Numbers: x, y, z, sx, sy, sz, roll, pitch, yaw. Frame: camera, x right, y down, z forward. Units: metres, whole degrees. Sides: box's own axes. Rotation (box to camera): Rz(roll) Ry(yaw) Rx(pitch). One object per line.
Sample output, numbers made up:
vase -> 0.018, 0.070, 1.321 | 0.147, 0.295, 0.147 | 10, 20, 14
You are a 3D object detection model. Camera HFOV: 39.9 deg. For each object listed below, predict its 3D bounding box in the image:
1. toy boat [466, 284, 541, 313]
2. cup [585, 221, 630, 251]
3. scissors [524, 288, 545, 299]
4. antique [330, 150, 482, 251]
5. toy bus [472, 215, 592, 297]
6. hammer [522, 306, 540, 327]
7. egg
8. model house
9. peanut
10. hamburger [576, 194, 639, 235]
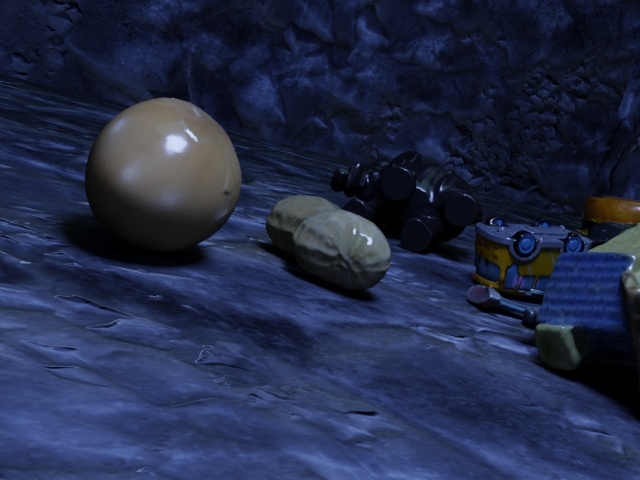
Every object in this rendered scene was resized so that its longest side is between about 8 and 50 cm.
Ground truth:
toy boat -> 0.308, 0.106, 1.450 | 0.122, 0.034, 0.096 | 19, -4, -18
cup -> 0.571, 0.057, 1.722 | 0.223, 0.177, 0.169 | 7, 16, -30
scissors -> 0.408, 0.101, 1.418 | 0.192, 0.029, 0.447 | 8, -3, 32
antique -> 0.190, -0.085, 1.897 | 0.322, 0.185, 0.255 | 19, 17, 10
toy bus -> 0.381, 0.035, 1.630 | 0.209, 0.136, 0.126 | 3, 15, -22
hammer -> 0.454, 0.148, 1.452 | 0.287, 0.033, 0.111 | 12, 10, -20
egg -> -0.208, -0.081, 1.157 | 0.201, 0.201, 0.244 | 18, 22, 8
model house -> 0.452, 0.124, 1.160 | 0.266, 0.261, 0.321 | -20, 10, -29
peanut -> 0.000, 0.000, 1.330 | 0.125, 0.111, 0.274 | -7, 17, -28
hamburger -> 0.747, 0.015, 2.099 | 0.291, 0.225, 0.291 | 12, 4, -1
